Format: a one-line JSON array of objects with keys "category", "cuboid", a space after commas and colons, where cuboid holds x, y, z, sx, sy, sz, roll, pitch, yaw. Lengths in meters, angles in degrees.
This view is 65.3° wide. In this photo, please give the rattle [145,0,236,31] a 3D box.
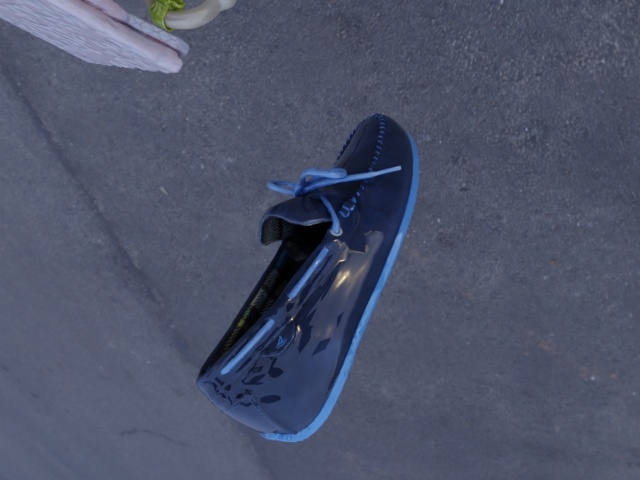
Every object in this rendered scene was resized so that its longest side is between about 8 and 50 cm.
[{"category": "rattle", "cuboid": [-0.198, -0.440, 0.818, 0.200, 0.130, 0.143, -20, 134, -9]}]

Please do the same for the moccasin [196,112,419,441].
[{"category": "moccasin", "cuboid": [0.000, 0.000, 0.460, 0.117, 0.342, 0.138, 31, 148, -18]}]

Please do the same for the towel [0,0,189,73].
[{"category": "towel", "cuboid": [-0.385, -0.324, 0.663, 0.332, 0.053, 0.317, 21, -179, 40]}]
